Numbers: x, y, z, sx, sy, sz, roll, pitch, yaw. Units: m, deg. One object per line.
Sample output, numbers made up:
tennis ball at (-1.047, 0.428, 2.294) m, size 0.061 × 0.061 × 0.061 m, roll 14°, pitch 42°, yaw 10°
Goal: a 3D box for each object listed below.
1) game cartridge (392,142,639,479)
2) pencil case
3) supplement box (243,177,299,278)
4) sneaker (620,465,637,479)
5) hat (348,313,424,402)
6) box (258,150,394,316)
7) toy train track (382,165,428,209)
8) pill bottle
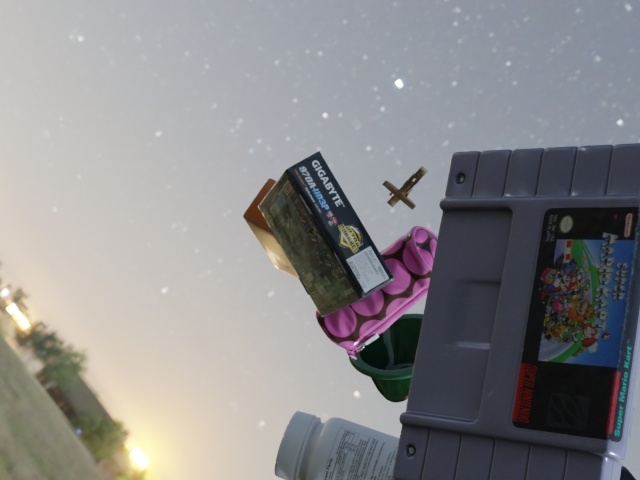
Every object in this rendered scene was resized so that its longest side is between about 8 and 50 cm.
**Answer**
game cartridge at (0.203, 0.077, 0.986) m, size 0.230 × 0.355 × 0.068 m, roll -1°, pitch -19°, yaw 43°
pencil case at (0.095, 0.076, 1.462) m, size 0.095 × 0.209 × 0.098 m, roll 24°, pitch 32°, yaw -42°
supplement box at (-0.045, -0.007, 1.584) m, size 0.078 × 0.080 × 0.233 m, roll 28°, pitch -15°, yaw 20°
sneaker at (0.440, 0.392, 1.603) m, size 0.234 × 0.097 × 0.084 m, roll 29°, pitch -50°, yaw 24°
hat at (0.144, 0.255, 1.717) m, size 0.173 × 0.208 × 0.184 m, roll 12°, pitch -52°, yaw 39°
box at (0.000, 0.000, 1.256) m, size 0.175 × 0.051 × 0.220 m, roll 60°, pitch -16°, yaw 3°
toy train track at (0.105, -0.066, 1.197) m, size 0.048 × 0.014 × 0.083 m, roll 40°, pitch -37°, yaw -2°
pill bottle at (0.066, 0.435, 1.941) m, size 0.283 × 0.160 × 0.160 m, roll 17°, pitch -26°, yaw 12°
